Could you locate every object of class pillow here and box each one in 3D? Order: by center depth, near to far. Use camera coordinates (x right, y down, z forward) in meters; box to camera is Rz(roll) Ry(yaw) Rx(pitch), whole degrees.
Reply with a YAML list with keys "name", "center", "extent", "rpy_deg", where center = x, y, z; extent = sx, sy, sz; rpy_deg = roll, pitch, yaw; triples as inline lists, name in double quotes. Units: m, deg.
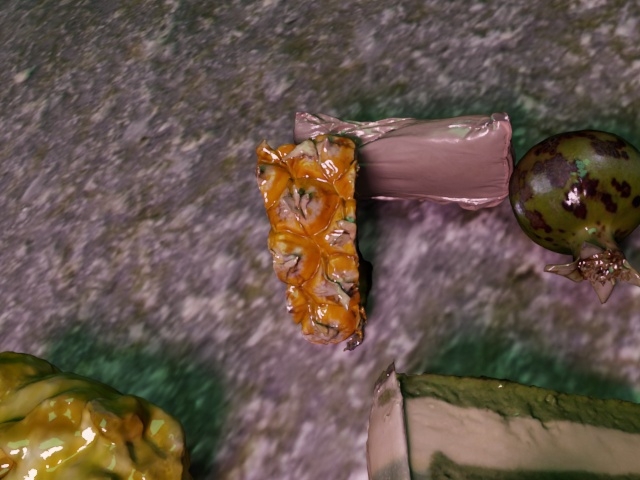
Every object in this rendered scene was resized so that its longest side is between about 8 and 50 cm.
- name: "pillow"
  center: [0.091, -0.093, 0.835]
  extent: [0.270, 0.173, 0.067]
  rpy_deg: [5, 65, 22]

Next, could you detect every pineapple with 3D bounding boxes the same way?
- name: "pineapple"
  center: [0.000, 0.000, 0.804]
  extent: [0.114, 0.236, 0.186]
  rpy_deg: [-4, 11, 10]

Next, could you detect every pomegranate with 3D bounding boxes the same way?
- name: "pomegranate"
  center: [0.266, -0.031, 0.750]
  extent: [0.148, 0.148, 0.169]
  rpy_deg: [6, 65, 23]

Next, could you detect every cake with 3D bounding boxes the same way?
- name: "cake"
  center: [0.168, 0.220, 0.625]
  extent: [0.284, 0.172, 0.158]
  rpy_deg: [9, 54, -16]

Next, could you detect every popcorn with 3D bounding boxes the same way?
- name: "popcorn"
  center: [-0.257, 0.237, 0.679]
  extent: [0.286, 0.174, 0.225]
  rpy_deg: [12, 63, 28]
